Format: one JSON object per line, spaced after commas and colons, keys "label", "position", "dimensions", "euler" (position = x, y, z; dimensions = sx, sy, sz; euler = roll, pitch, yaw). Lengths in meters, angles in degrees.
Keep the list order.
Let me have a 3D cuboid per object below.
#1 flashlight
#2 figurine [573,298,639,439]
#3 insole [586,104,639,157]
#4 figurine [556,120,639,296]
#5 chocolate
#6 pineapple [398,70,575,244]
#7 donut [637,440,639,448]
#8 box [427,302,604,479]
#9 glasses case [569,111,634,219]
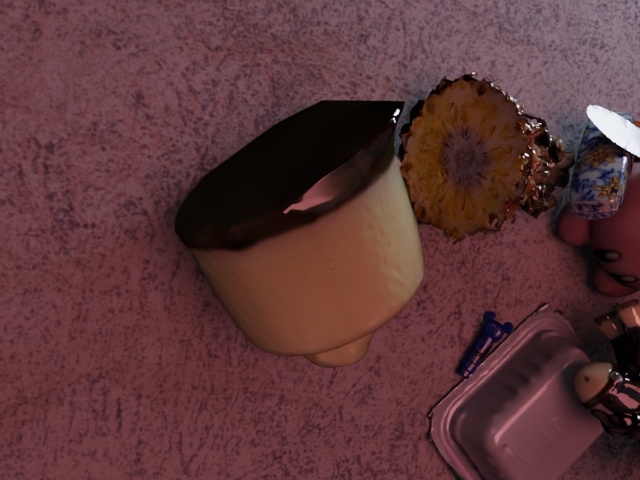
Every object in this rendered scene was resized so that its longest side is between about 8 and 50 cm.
{"label": "flashlight", "position": [0.274, 0.181, 1.406], "dimensions": [0.121, 0.057, 0.035], "euler": [-55, 148, -2]}
{"label": "figurine", "position": [0.594, 0.273, 1.337], "dimensions": [0.412, 0.241, 0.306], "euler": [46, 53, 3]}
{"label": "insole", "position": [0.536, -0.143, 1.340], "dimensions": [0.253, 0.005, 0.086], "euler": [34, 47, 6]}
{"label": "figurine", "position": [0.571, -0.037, 1.408], "dimensions": [0.261, 0.211, 0.270], "euler": [-41, 107, -14]}
{"label": "chocolate", "position": [0.000, 0.000, 1.147], "dimensions": [0.326, 0.314, 0.297], "euler": [-43, 117, -17]}
{"label": "pineapple", "position": [0.293, -0.117, 1.316], "dimensions": [0.271, 0.262, 0.263], "euler": [3, 94, -45]}
{"label": "donut", "position": [0.774, 0.346, 1.511], "dimensions": [0.345, 0.136, 0.259], "euler": [-33, 62, -11]}
{"label": "box", "position": [0.373, 0.307, 1.419], "dimensions": [0.336, 0.106, 0.264], "euler": [-40, 108, -13]}
{"label": "glasses case", "position": [0.464, -0.127, 1.360], "dimensions": [0.065, 0.086, 0.248], "euler": [62, 40, -32]}
